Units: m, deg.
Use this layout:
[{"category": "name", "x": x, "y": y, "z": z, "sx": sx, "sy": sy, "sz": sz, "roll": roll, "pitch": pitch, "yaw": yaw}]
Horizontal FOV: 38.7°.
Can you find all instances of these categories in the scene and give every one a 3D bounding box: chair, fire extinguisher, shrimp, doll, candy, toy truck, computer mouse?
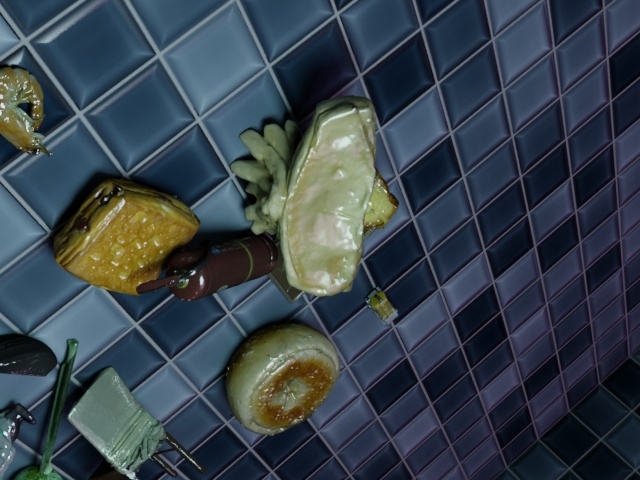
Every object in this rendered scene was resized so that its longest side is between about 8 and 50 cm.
[{"category": "chair", "x": -0.419, "y": 0.440, "z": 1.943, "sx": 0.319, "sy": 0.186, "sz": 0.160, "roll": 48, "pitch": 51, "yaw": -13}, {"category": "fire extinguisher", "x": -0.217, "y": 0.054, "z": 1.771, "sx": 0.141, "sy": 0.105, "sz": 0.341, "roll": -24, "pitch": 176, "yaw": 28}, {"category": "shrimp", "x": -0.472, "y": -0.200, "z": 1.442, "sx": 0.099, "sy": 0.041, "sz": 0.180, "roll": -49, "pitch": 143, "yaw": -21}, {"category": "doll", "x": -0.654, "y": 0.432, "z": 1.729, "sx": 0.258, "sy": 0.153, "sz": 0.195, "roll": -46, "pitch": 170, "yaw": 6}, {"category": "candy", "x": -0.545, "y": 0.396, "z": 1.860, "sx": 0.119, "sy": 0.119, "sz": 0.440, "roll": 1, "pitch": 115, "yaw": -44}, {"category": "toy truck", "x": 0.157, "y": 0.169, "z": 2.325, "sx": 0.052, "sy": 0.063, "sz": 0.123, "roll": -43, "pitch": 142, "yaw": -5}, {"category": "computer mouse", "x": -0.555, "y": 0.206, "z": 1.670, "sx": 0.172, "sy": 0.099, "sz": 0.057, "roll": 9, "pitch": 108, "yaw": -49}]

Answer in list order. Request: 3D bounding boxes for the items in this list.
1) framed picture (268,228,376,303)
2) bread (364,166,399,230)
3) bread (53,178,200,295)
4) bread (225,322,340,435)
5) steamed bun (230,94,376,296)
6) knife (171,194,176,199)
[{"category": "framed picture", "x": 0.000, "y": 0.000, "z": 2.067, "sx": 0.289, "sy": 0.016, "sz": 0.213, "roll": -42, "pitch": 142, "yaw": -6}, {"category": "bread", "x": 0.037, "y": -0.100, "z": 1.912, "sx": 0.260, "sy": 0.134, "sz": 0.129, "roll": -5, "pitch": 122, "yaw": 14}, {"category": "bread", "x": -0.357, "y": -0.011, "z": 1.664, "sx": 0.210, "sy": 0.099, "sz": 0.235, "roll": -49, "pitch": 146, "yaw": 10}, {"category": "bread", "x": -0.097, "y": 0.317, "z": 2.145, "sx": 0.305, "sy": 0.159, "sz": 0.305, "roll": -25, "pitch": 135, "yaw": -28}, {"category": "steamed bun", "x": -0.036, "y": -0.095, "z": 1.772, "sx": 0.247, "sy": 0.189, "sz": 0.428, "roll": -8, "pitch": 123, "yaw": -17}, {"category": "knife", "x": -0.292, "y": -0.045, "z": 1.760, "sx": 0.027, "sy": 0.010, "sz": 0.096, "roll": -15, "pitch": 133, "yaw": -33}]
